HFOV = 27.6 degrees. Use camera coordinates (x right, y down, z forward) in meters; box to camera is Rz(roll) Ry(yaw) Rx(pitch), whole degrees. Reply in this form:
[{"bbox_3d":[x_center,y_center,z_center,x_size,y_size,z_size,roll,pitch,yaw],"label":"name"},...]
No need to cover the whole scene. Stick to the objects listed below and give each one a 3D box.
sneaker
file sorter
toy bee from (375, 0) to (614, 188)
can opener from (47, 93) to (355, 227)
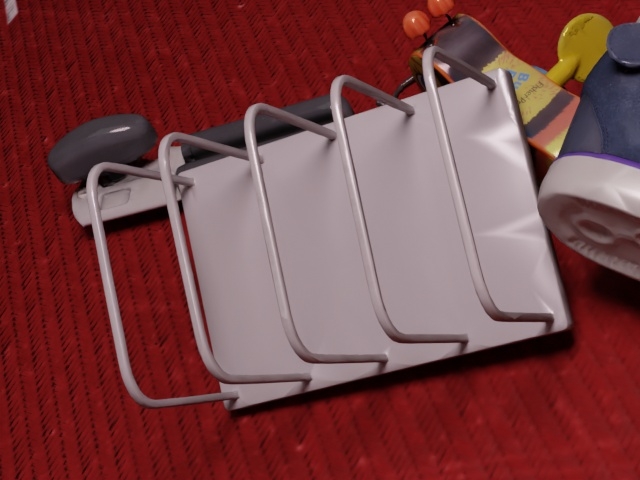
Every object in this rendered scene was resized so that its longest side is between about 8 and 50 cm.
[{"bbox_3d":[0.324,-0.058,0.838,0.323,0.130,0.236,23,67,25],"label":"sneaker"},{"bbox_3d":[0.000,0.000,0.906,0.278,0.173,0.192,-16,80,24],"label":"file sorter"},{"bbox_3d":[0.123,-0.106,1.013,0.298,0.162,0.195,12,60,37],"label":"toy bee"},{"bbox_3d":[-0.112,-0.082,1.173,0.284,0.095,0.076,-14,47,19],"label":"can opener"}]
